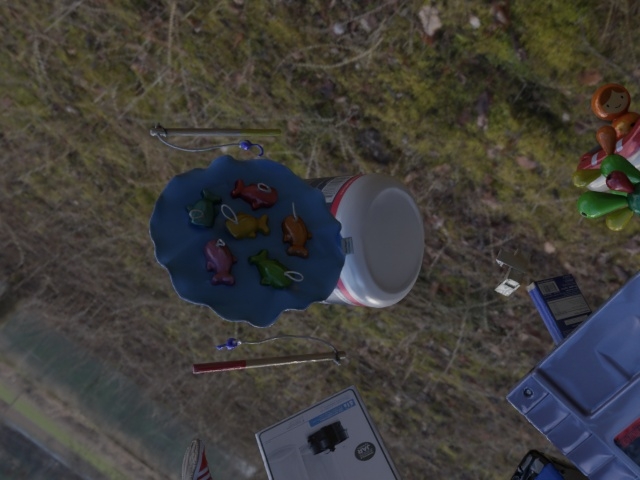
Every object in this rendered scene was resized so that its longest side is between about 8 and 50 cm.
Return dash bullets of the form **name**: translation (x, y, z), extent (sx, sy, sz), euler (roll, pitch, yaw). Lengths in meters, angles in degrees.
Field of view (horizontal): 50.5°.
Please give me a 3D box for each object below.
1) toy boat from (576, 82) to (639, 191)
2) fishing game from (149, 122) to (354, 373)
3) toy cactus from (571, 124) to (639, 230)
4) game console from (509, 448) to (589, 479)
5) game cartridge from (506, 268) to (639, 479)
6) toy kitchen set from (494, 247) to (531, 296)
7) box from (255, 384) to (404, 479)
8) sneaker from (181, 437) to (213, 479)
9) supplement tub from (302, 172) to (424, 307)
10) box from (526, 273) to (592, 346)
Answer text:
- **toy boat**: translation (0.497, -0.188, 1.095), extent (0.151, 0.151, 0.231), euler (56, 158, 5)
- **fishing game**: translation (-0.059, -0.008, 0.625), extent (0.189, 0.264, 0.041), euler (0, 149, -22)
- **toy cactus**: translation (0.384, -0.065, 0.712), extent (0.180, 0.219, 0.112), euler (-160, 68, -65)
- **game console**: translation (0.284, 0.451, 0.897), extent (0.250, 0.293, 0.173), euler (28, -174, -36)
- **game cartridge**: translation (0.436, 0.168, 0.852), extent (0.230, 0.068, 0.355), euler (46, 119, 19)
- **toy kitchen set**: translation (0.413, 0.063, 1.508), extent (0.068, 0.083, 0.075), euler (26, 154, 4)
- **box**: translation (0.037, 0.352, 0.896), extent (0.290, 0.169, 0.087), euler (-118, 4, -49)
- **sneaker**: translation (-0.169, 0.359, 1.012), extent (0.067, 0.118, 0.042), euler (19, 149, -34)
- **supplement tub**: translation (0.000, 0.000, 1.025), extent (0.272, 0.191, 0.191), euler (0, 137, 41)
- **box**: translation (0.588, 0.192, 1.588), extent (0.036, 0.137, 0.225), euler (-54, 51, 50)
